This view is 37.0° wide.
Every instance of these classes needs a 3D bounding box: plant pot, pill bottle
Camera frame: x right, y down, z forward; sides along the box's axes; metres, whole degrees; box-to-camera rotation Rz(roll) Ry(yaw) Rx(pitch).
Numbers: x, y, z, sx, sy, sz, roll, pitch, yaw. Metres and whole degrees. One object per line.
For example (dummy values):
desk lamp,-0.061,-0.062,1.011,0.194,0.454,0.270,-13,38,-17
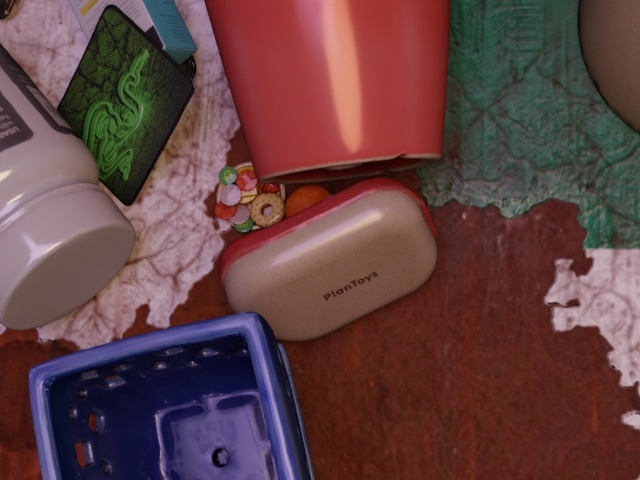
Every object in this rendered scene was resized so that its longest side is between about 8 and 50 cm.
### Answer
plant pot,-0.123,0.215,0.949,0.236,0.212,0.236,-15,77,6
plant pot,0.015,-0.190,0.990,0.275,0.275,0.243,-6,89,9
pill bottle,-0.379,-0.090,1.058,0.204,0.204,0.361,-42,75,0

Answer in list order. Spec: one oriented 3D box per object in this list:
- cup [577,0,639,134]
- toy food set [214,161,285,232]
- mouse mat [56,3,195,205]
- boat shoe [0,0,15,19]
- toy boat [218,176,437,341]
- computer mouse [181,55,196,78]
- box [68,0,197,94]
cup,0.429,-0.263,0.931,0.331,0.237,0.331,-2,79,10
toy food set,-0.081,-0.050,1.091,0.082,0.020,0.083,-8,78,9
mouse mat,-0.230,-0.152,1.095,0.152,0.007,0.189,43,122,15
boat shoe,-0.388,-0.341,1.194,0.049,0.042,0.133,14,80,38
toy boat,0.000,0.000,1.023,0.231,0.151,0.151,-26,46,4
computer mouse,-0.202,-0.298,1.155,0.071,0.041,0.242,-27,82,30
box,-0.242,-0.300,1.117,0.100,0.060,0.244,-32,80,33
